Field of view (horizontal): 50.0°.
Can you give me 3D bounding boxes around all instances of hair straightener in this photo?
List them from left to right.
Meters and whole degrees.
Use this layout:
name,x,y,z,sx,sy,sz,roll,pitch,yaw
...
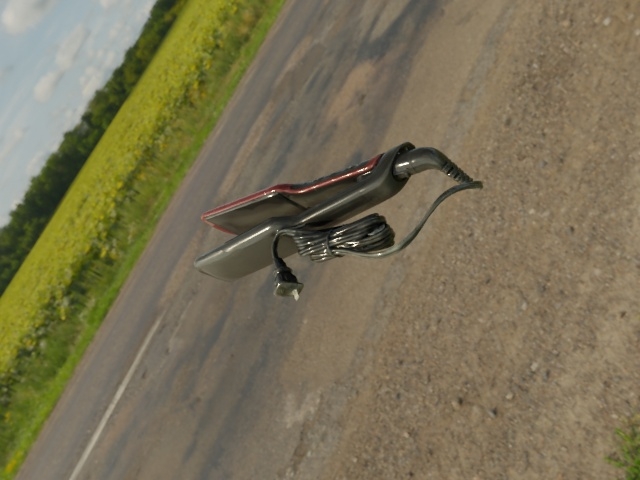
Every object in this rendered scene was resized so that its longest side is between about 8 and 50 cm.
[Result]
name,x,y,z,sx,sy,sz,roll,pitch,yaw
hair straightener,0.000,0.000,0.452,0.230,0.047,0.089,-13,59,37
